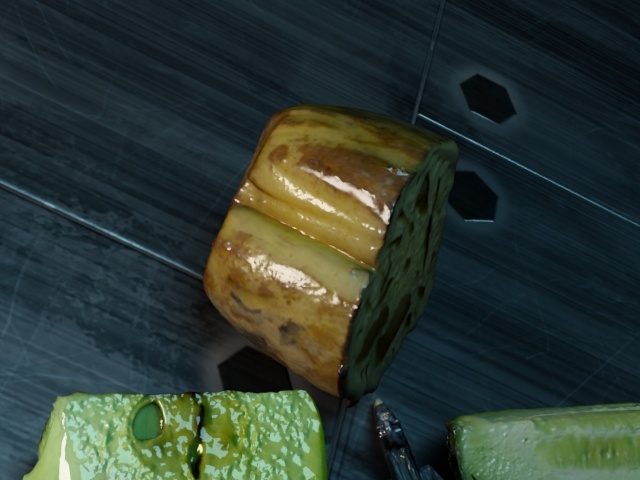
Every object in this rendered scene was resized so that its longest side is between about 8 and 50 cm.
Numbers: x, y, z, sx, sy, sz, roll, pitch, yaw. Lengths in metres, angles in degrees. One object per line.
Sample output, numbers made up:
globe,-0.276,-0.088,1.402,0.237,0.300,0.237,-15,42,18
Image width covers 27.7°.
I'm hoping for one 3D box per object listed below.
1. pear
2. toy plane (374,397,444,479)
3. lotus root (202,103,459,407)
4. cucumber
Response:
pear,-0.134,0.287,1.197,0.287,0.176,0.281,1,57,-24
toy plane,0.109,0.290,1.378,0.204,0.103,0.316,-20,59,-1
lotus root,0.000,0.000,1.422,0.250,0.316,0.316,23,46,9
cucumber,0.271,0.253,1.504,0.326,0.105,0.145,2,82,-29
